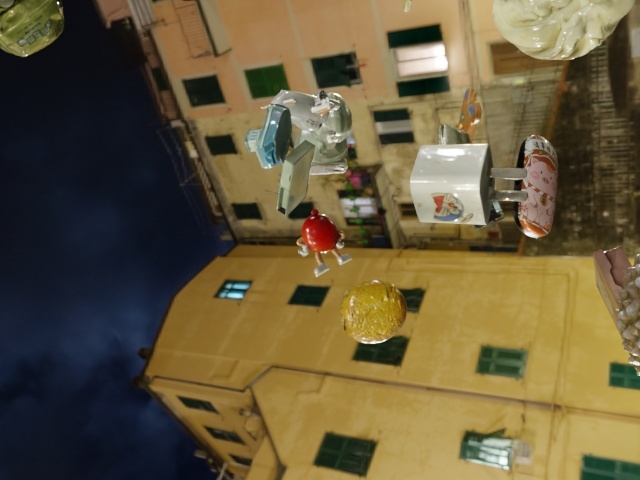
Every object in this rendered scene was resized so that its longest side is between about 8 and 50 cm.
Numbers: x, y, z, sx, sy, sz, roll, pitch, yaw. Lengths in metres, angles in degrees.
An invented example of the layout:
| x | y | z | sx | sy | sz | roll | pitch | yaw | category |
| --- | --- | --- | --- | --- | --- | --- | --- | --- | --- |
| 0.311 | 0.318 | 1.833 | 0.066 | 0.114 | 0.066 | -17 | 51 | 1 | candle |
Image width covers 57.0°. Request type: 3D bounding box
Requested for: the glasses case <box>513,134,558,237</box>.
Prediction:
| x | y | z | sx | sy | sz | roll | pitch | yaw | category |
| --- | --- | --- | --- | --- | --- | --- | --- | --- | --- |
| 0.522 | -0.134 | 1.427 | 0.103 | 0.067 | 0.267 | 25 | -114 | -26 | glasses case |

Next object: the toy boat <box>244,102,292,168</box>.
| x | y | z | sx | sy | sz | roll | pitch | yaw | category |
| --- | --- | --- | --- | --- | --- | --- | --- | --- | --- |
| -0.131 | -0.254 | 1.393 | 0.088 | 0.102 | 0.215 | 72 | -159 | -47 | toy boat |

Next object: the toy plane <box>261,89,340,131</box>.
| x | y | z | sx | sy | sz | roll | pitch | yaw | category |
| --- | --- | --- | --- | --- | --- | --- | --- | --- | --- |
| -0.061 | -0.380 | 1.750 | 0.244 | 0.244 | 0.118 | -2 | -93 | -60 | toy plane |

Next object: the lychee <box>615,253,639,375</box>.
| x | y | z | sx | sy | sz | roll | pitch | yaw | category |
| --- | --- | --- | --- | --- | --- | --- | --- | --- | --- |
| 0.715 | 0.138 | 1.038 | 0.432 | 0.380 | 0.380 | -16 | -74 | -35 | lychee |

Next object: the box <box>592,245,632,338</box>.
| x | y | z | sx | sy | sz | roll | pitch | yaw | category |
| --- | --- | --- | --- | --- | --- | --- | --- | --- | --- |
| 0.908 | 0.156 | 1.776 | 0.215 | 0.086 | 0.215 | 53 | -157 | -48 | box |

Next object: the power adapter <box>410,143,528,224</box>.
| x | y | z | sx | sy | sz | roll | pitch | yaw | category |
| --- | --- | --- | --- | --- | --- | --- | --- | --- | --- |
| 0.290 | -0.107 | 1.124 | 0.130 | 0.204 | 0.125 | 62 | -140 | -45 | power adapter |

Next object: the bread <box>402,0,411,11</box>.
| x | y | z | sx | sy | sz | roll | pitch | yaw | category |
| --- | --- | --- | --- | --- | --- | --- | --- | --- | --- |
| 0.319 | -0.888 | 2.162 | 0.083 | 0.035 | 0.070 | 91 | -177 | -49 | bread |

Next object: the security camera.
| x | y | z | sx | sy | sz | roll | pitch | yaw | category |
| --- | --- | --- | --- | --- | --- | --- | --- | --- | --- |
| 0.017 | -0.378 | 2.029 | 0.277 | 0.197 | 0.191 | 107 | 155 | -57 | security camera |

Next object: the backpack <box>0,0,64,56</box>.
| x | y | z | sx | sy | sz | roll | pitch | yaw | category |
| --- | --- | --- | --- | --- | --- | --- | --- | --- | --- |
| -0.680 | -0.533 | 1.281 | 0.207 | 0.140 | 0.253 | -45 | -28 | -16 | backpack |

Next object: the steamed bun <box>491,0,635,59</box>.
| x | y | z | sx | sy | sz | roll | pitch | yaw | category |
| --- | --- | --- | --- | --- | --- | --- | --- | --- | --- |
| 0.600 | -0.557 | 1.462 | 0.203 | 0.289 | 0.276 | 59 | -177 | -47 | steamed bun |

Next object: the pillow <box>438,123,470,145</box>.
| x | y | z | sx | sy | sz | roll | pitch | yaw | category |
| --- | --- | --- | --- | --- | --- | --- | --- | --- | --- |
| 0.430 | -0.250 | 1.902 | 0.148 | 0.050 | 0.230 | 5 | -90 | -34 | pillow |

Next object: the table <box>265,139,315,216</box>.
| x | y | z | sx | sy | sz | roll | pitch | yaw | category |
| --- | --- | --- | --- | --- | --- | --- | --- | --- | --- |
| -0.108 | -0.215 | 1.911 | 0.121 | 0.111 | 0.240 | -47 | -19 | -37 | table |

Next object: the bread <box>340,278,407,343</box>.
| x | y | z | sx | sy | sz | roll | pitch | yaw | category |
| --- | --- | --- | --- | --- | --- | --- | --- | --- | --- |
| 0.181 | 0.242 | 2.044 | 0.139 | 0.239 | 0.240 | -109 | 12 | -76 | bread |

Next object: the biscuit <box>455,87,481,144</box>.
| x | y | z | sx | sy | sz | roll | pitch | yaw | category |
| --- | --- | --- | --- | --- | --- | --- | --- | --- | --- |
| 0.526 | -0.381 | 2.174 | 0.205 | 0.049 | 0.324 | -92 | 4 | -49 | biscuit |

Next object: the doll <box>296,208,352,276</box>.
| x | y | z | sx | sy | sz | roll | pitch | yaw | category |
| --- | --- | --- | --- | --- | --- | --- | --- | --- | --- |
| 0.000 | 0.000 | 2.038 | 0.183 | 0.085 | 0.217 | -23 | -95 | -26 | doll |

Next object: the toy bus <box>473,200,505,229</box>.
| x | y | z | sx | sy | sz | roll | pitch | yaw | category |
| --- | --- | --- | --- | --- | --- | --- | --- | --- | --- |
| 0.440 | -0.146 | 1.677 | 0.201 | 0.098 | 0.114 | 57 | -159 | -24 | toy bus |
